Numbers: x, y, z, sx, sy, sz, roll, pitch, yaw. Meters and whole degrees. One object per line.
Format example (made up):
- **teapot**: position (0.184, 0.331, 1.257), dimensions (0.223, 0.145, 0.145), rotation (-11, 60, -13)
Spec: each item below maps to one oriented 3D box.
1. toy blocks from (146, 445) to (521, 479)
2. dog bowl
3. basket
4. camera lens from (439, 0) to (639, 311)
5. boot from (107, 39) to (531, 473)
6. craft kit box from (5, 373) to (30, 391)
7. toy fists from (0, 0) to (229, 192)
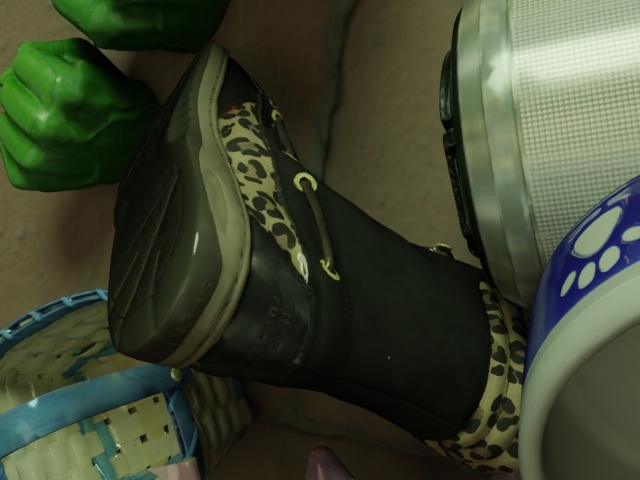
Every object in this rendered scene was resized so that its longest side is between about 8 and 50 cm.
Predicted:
- **toy blocks**: position (0.044, 0.257, 0.518), dimensions (0.289, 0.309, 0.260), rotation (-11, 99, 9)
- **dog bowl**: position (0.234, 0.081, 0.383), dimensions (0.265, 0.104, 0.265), rotation (8, 127, 11)
- **basket**: position (-0.213, 0.156, 0.640), dimensions (0.255, 0.289, 0.201), rotation (-28, 85, 21)
- **camera lens**: position (0.224, -0.072, 0.480), dimensions (0.274, 0.219, 0.219), rotation (-7, 94, 22)
- **boot**: position (0.000, 0.000, 0.588), dimensions (0.284, 0.377, 0.138), rotation (27, 109, -22)
- **craft kit box**: position (-0.394, 0.274, 0.789), dimensions (0.250, 0.061, 0.246), rotation (-8, 97, -10)
- **toy fists**: position (-0.187, -0.163, 0.673), dimensions (0.096, 0.142, 0.279), rotation (39, 108, 13)
